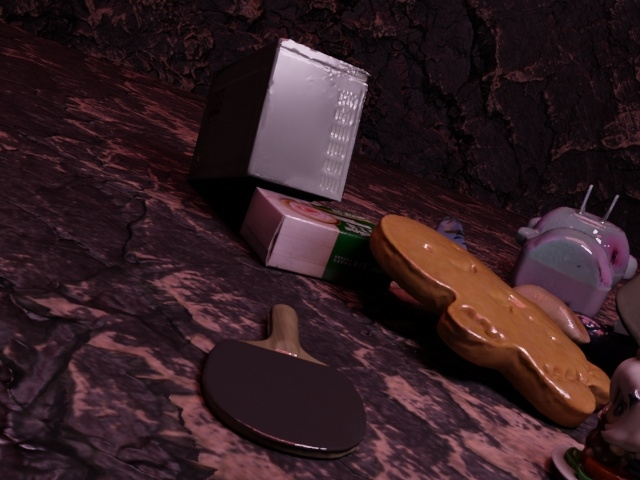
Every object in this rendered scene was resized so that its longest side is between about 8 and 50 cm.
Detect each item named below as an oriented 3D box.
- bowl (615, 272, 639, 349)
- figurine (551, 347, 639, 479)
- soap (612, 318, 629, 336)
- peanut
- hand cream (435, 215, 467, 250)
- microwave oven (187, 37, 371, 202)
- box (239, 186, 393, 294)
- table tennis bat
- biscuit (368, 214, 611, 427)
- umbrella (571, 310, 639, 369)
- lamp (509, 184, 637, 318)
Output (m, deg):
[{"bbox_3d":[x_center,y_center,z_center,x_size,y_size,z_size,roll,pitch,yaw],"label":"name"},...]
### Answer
[{"bbox_3d":[0.627,0.127,0.995,0.353,0.185,0.354,24,29,-15],"label":"bowl"},{"bbox_3d":[0.290,0.159,0.603,0.132,0.154,0.132,19,11,-4],"label":"figurine"},{"bbox_3d":[0.686,0.196,1.255,0.265,0.088,0.160,21,13,1],"label":"soap"},{"bbox_3d":[0.344,0.118,1.070,0.076,0.076,0.152,9,15,-43],"label":"peanut"},{"bbox_3d":[0.284,-0.003,1.534,0.091,0.058,0.271,19,17,6],"label":"hand cream"},{"bbox_3d":[-0.072,-0.176,1.147,0.181,0.238,0.295,14,-4,-28],"label":"microwave oven"},{"bbox_3d":[0.000,0.000,0.992,0.199,0.081,0.135,12,15,-26],"label":"box"},{"bbox_3d":[-0.032,0.109,0.607,0.138,0.022,0.246,19,14,-10],"label":"table tennis bat"},{"bbox_3d":[0.208,0.081,0.870,0.275,0.052,0.355,6,34,-52],"label":"biscuit"},{"bbox_3d":[0.426,0.146,1.096,0.070,0.071,0.248,10,15,-41],"label":"umbrella"},{"bbox_3d":[0.519,0.014,1.423,0.247,0.248,0.301,23,20,23],"label":"lamp"}]
